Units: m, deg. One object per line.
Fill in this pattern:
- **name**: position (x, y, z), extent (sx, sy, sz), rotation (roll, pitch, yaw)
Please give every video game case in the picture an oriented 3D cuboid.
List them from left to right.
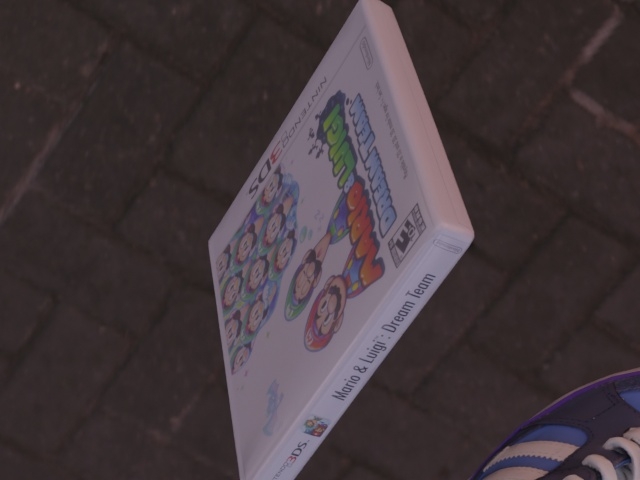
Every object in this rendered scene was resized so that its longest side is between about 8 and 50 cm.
- **video game case**: position (0.000, 0.000, 0.579), extent (0.019, 0.157, 0.143), rotation (20, 122, -24)

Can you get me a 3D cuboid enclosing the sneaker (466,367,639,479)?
- **sneaker**: position (0.122, 0.169, 0.710), extent (0.322, 0.236, 0.130), rotation (-25, 94, -8)
